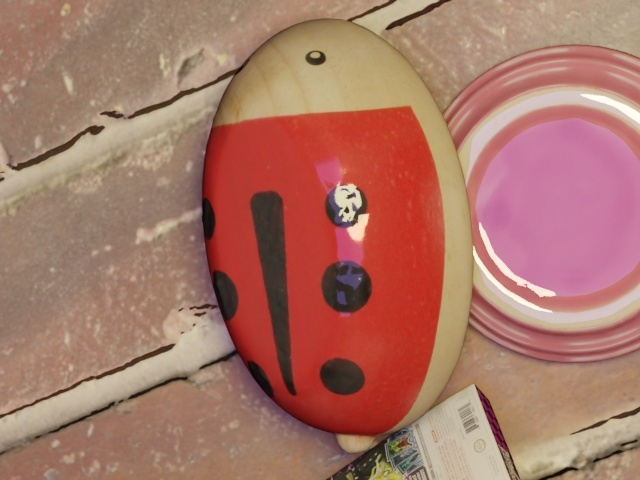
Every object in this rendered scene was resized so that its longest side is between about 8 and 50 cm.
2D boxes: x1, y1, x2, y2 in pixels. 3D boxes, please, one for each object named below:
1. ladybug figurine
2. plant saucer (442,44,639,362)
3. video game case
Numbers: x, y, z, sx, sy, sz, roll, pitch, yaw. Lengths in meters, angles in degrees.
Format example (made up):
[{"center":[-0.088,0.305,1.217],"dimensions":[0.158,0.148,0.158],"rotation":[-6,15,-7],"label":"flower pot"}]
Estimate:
[{"center":[0.000,0.000,1.816],"dimensions":[0.305,0.162,0.449],"rotation":[-8,93,36],"label":"ladybug figurine"},{"center":[0.257,-0.035,1.831],"dimensions":[0.332,0.084,0.332],"rotation":[1,96,12],"label":"plant saucer"},{"center":[0.109,0.284,1.830],"dimensions":[0.210,0.232,0.042],"rotation":[-35,126,12],"label":"video game case"}]
